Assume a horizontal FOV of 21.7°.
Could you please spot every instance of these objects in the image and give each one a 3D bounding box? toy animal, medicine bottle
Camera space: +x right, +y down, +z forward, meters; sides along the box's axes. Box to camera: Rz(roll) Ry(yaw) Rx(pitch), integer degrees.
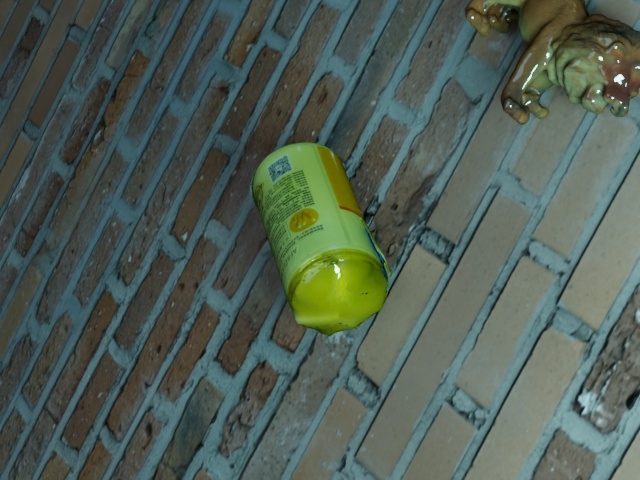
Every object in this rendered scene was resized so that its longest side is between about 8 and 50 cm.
[{"bbox_3d":[0.248,-0.218,1.739,0.157,0.097,0.312,-35,41,21],"label":"toy animal"},{"bbox_3d":[0.000,0.000,1.914,0.124,0.124,0.239,-49,38,24],"label":"medicine bottle"}]
